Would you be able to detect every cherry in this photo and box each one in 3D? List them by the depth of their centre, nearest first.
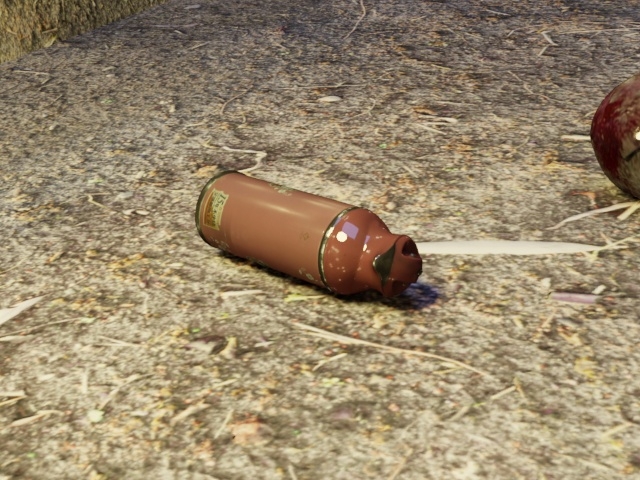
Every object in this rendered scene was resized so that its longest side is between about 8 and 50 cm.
[{"bbox_3d":[0.472,-0.141,1.254,0.195,0.195,0.195,-5,25,2],"label":"cherry"}]

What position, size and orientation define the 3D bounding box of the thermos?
[{"bbox_3d":[-0.006,0.005,1.157,0.330,0.136,0.109,18,62,41],"label":"thermos"}]
